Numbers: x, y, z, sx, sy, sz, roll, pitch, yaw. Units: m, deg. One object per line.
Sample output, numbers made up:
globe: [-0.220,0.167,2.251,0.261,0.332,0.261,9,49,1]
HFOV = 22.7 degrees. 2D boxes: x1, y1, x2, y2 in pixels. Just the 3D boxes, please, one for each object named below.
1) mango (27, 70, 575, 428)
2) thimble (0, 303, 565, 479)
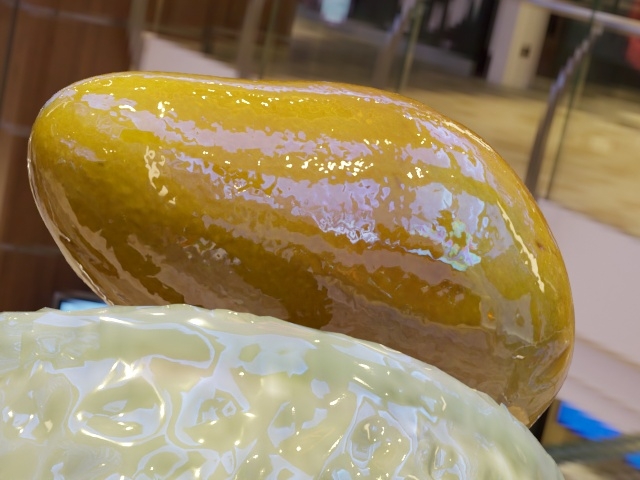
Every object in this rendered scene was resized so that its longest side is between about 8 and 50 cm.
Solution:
mango: [0.000,0.000,0.639,0.253,0.138,0.113,25,-6,-27]
thimble: [-0.049,0.147,0.415,0.271,0.271,0.150,8,51,-15]
